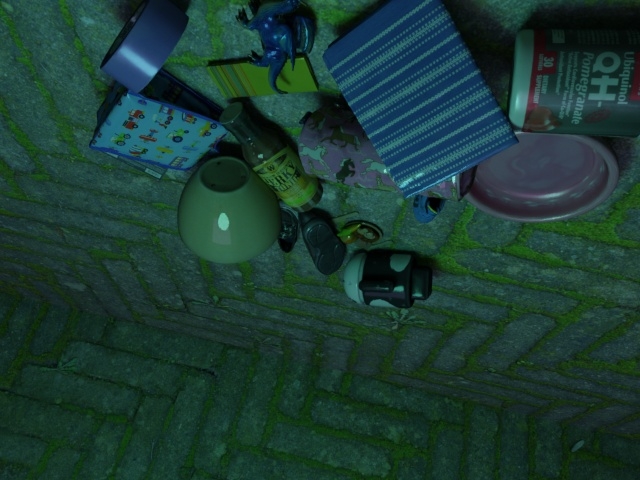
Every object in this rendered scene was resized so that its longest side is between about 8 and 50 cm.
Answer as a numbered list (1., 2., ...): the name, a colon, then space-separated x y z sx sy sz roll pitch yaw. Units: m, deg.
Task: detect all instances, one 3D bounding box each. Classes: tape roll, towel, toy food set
1. tape roll: -0.346 -0.390 1.089 0.080 0.189 0.189 34 145 -30
2. towel: 0.173 -0.269 1.013 0.243 0.040 0.336 -28 95 34
3. towel: -0.127 -0.360 1.219 0.237 0.021 0.102 2 152 21
4. toy food set: 0.123 -0.013 1.683 0.132 0.038 0.192 -17 138 43

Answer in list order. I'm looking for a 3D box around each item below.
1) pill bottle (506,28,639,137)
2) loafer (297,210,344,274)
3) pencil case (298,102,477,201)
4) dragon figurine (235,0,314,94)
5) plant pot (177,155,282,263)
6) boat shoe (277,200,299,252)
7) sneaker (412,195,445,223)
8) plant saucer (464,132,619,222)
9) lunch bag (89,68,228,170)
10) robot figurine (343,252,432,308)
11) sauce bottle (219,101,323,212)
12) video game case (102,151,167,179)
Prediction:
1. pill bottle: 0.490 -0.267 0.945 0.318 0.176 0.176 6 149 15
2. loafer: 0.000 0.000 1.730 0.109 0.095 0.302 -31 147 -5
3. pencil case: 0.144 -0.191 1.172 0.386 0.160 0.167 14 127 27
4. dragon figurine: -0.067 -0.381 1.055 0.144 0.085 0.289 14 140 24
5. plant pot: -0.242 -0.108 1.452 0.284 0.284 0.191 12 144 4
6. boat shoe: -0.108 -0.034 1.709 0.080 0.076 0.228 12 151 3
7. sneaker: 0.281 -0.089 1.441 0.069 0.082 0.209 11 152 1
8. plant saucer: 0.474 -0.161 1.228 0.332 0.084 0.332 11 151 6
9. lunch bag: -0.370 -0.275 1.353 0.293 0.138 0.221 23 138 -34
10. robot figurine: 0.209 0.128 1.749 0.278 0.173 0.209 3 146 18
11. sauce bottle: -0.122 -0.203 1.390 0.111 0.111 0.344 -8 144 34
12. video game case: -0.489 -0.274 1.519 0.196 0.026 0.274 26 147 -20
